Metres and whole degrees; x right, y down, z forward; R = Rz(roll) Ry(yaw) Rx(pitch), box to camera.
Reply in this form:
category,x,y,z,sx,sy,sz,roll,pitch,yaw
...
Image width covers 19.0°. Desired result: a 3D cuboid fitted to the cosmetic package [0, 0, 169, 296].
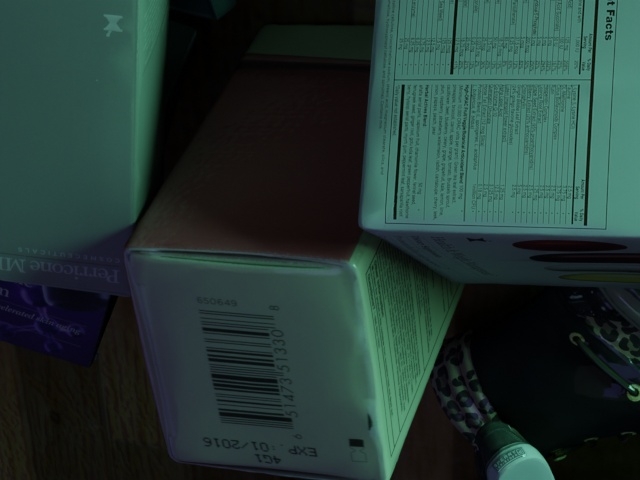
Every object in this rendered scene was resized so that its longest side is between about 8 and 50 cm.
category,x,y,z,sx,sy,sz,roll,pitch,yaw
cosmetic package,-0.142,-0.096,0.959,0.127,0.107,0.238,6,124,3

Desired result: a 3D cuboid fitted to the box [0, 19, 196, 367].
category,x,y,z,sx,sy,sz,roll,pitch,yaw
box,-0.176,-0.046,1.143,0.153,0.108,0.207,17,133,-2

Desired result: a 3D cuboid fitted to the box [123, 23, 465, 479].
category,x,y,z,sx,sy,sz,roll,pitch,yaw
box,0.000,0.000,1.048,0.127,0.232,0.148,3,126,18

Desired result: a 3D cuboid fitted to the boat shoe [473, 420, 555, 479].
category,x,y,z,sx,sy,sz,roll,pitch,yaw
boat shoe,0.126,0.159,1.162,0.049,0.040,0.142,-29,136,-6

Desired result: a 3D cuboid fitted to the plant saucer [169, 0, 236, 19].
category,x,y,z,sx,sy,sz,roll,pitch,yaw
plant saucer,-0.145,-0.163,1.096,0.192,0.018,0.067,15,165,9

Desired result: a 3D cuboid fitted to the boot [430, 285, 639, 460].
category,x,y,z,sx,sy,sz,roll,pitch,yaw
boot,0.196,0.105,1.160,0.236,0.085,0.178,44,132,-15

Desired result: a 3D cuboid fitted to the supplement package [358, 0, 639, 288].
category,x,y,z,sx,sy,sz,roll,pitch,yaw
supplement package,0.146,-0.057,0.952,0.203,0.194,0.149,2,82,19
